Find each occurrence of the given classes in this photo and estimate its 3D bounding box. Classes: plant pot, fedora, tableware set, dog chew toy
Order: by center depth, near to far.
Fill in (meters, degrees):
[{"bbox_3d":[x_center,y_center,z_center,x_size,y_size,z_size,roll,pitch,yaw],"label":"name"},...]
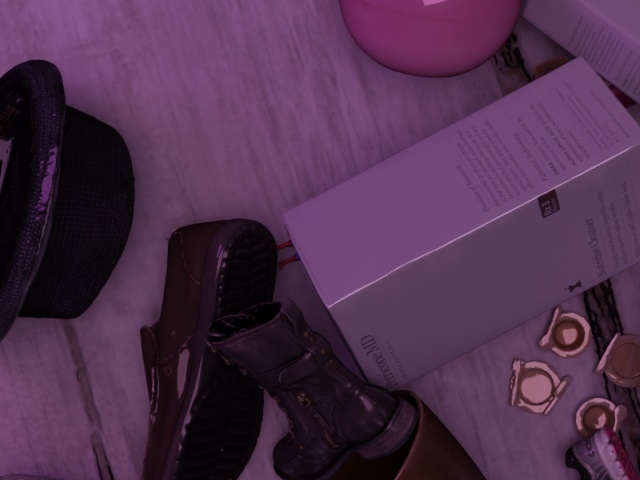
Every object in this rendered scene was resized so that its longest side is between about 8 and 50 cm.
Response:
[{"bbox_3d":[0.132,-0.353,1.510,0.207,0.206,0.331,7,114,-1],"label":"dog chew toy"},{"bbox_3d":[-0.305,-0.029,1.549,0.152,0.334,0.334,12,92,-32],"label":"fedora"},{"bbox_3d":[0.122,0.326,1.582,0.230,0.215,0.215,40,91,-16],"label":"plant pot"},{"bbox_3d":[0.316,0.162,1.656,0.169,0.020,0.141,24,92,-2],"label":"tableware set"}]

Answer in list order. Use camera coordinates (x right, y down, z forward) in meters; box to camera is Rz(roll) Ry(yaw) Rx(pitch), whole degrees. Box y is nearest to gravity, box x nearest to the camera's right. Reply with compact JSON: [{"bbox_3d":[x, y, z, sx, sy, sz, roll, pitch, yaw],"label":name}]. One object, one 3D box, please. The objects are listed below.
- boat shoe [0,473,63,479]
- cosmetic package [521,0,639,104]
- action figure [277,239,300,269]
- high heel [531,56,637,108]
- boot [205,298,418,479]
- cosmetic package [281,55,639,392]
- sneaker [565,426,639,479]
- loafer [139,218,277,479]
[{"bbox_3d":[-0.166,0.419,1.581,0.500,0.187,0.156,29,86,-7],"label":"boat shoe"},{"bbox_3d":[0.357,-0.241,1.560,0.231,0.085,0.117,40,59,17],"label":"cosmetic package"},{"bbox_3d":[0.000,0.000,1.642,0.115,0.030,0.038,-22,87,-2],"label":"action figure"},{"bbox_3d":[0.347,-0.171,1.636,0.244,0.117,0.082,-15,56,-20],"label":"high heel"},{"bbox_3d":[-0.037,0.162,1.535,0.229,0.263,0.091,40,50,-17],"label":"boot"},{"bbox_3d":[0.175,-0.010,1.534,0.385,0.217,0.156,-30,50,0],"label":"cosmetic package"},{"bbox_3d":[0.343,0.304,1.643,0.075,0.063,0.170,-21,106,22],"label":"sneaker"},{"bbox_3d":[-0.143,0.144,1.614,0.130,0.134,0.366,18,98,40],"label":"loafer"}]
